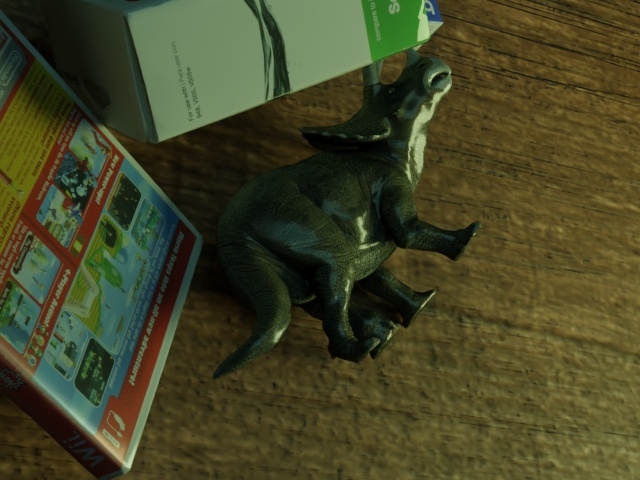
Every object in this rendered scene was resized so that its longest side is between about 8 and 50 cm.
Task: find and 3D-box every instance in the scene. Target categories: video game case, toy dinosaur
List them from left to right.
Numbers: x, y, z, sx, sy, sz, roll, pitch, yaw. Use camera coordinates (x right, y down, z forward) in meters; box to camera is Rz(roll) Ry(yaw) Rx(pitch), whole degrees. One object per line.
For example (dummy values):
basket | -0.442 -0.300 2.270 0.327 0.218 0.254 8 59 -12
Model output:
video game case | -0.179 -0.028 0.752 0.285 0.025 0.204 50 32 -28
toy dinosaur | 0.000 0.000 0.906 0.160 0.121 0.313 40 54 10

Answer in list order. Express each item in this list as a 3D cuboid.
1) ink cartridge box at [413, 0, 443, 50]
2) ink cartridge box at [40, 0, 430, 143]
ink cartridge box | -0.010 -0.204 1.039 0.207 0.046 0.097 -2 66 -32
ink cartridge box | -0.059 -0.148 0.876 0.208 0.153 0.087 -24 117 -25
